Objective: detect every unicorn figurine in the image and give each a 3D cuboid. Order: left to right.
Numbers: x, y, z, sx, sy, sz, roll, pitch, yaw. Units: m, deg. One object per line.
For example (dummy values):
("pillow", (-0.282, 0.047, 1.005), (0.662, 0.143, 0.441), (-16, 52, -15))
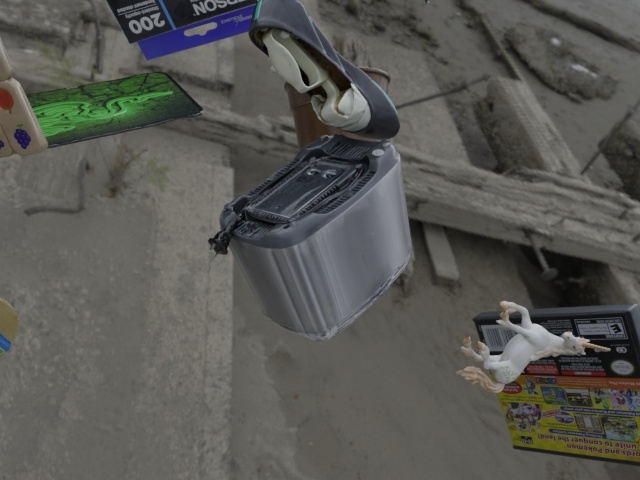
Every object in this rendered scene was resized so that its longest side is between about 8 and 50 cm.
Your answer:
("unicorn figurine", (0.258, 0.134, 0.814), (0.111, 0.162, 0.060), (40, 27, -9))

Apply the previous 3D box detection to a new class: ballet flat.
("ballet flat", (0.002, -0.162, 0.660), (0.203, 0.074, 0.074), (44, 34, -23))

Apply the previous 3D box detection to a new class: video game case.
("video game case", (0.394, 0.227, 1.015), (0.035, 0.275, 0.248), (-23, 97, -39))

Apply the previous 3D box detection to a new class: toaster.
("toaster", (0.000, 0.000, 0.665), (0.129, 0.146, 0.227), (14, 44, 42))

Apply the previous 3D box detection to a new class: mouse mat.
("mouse mat", (-0.230, -0.137, 0.658), (0.189, 0.007, 0.152), (-18, 37, -22))

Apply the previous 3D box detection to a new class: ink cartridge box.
("ink cartridge box", (-0.199, -0.357, 0.910), (0.206, 0.208, 0.045), (-15, 50, 7))

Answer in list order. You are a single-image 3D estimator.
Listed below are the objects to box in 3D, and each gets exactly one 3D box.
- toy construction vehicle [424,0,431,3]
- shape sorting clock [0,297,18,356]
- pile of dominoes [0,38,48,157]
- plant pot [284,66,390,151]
("toy construction vehicle", (0.132, -0.375, 0.872), (0.086, 0.035, 0.098), (57, 6, 19))
("shape sorting clock", (-0.461, 0.129, 0.749), (0.206, 0.206, 0.040), (-23, 60, -41))
("pile of dominoes", (-0.334, -0.161, 0.458), (0.196, 0.251, 0.040), (-5, 29, 20))
("plant pot", (0.032, -0.165, 0.992), (0.167, 0.167, 0.165), (-3, 88, -28))
